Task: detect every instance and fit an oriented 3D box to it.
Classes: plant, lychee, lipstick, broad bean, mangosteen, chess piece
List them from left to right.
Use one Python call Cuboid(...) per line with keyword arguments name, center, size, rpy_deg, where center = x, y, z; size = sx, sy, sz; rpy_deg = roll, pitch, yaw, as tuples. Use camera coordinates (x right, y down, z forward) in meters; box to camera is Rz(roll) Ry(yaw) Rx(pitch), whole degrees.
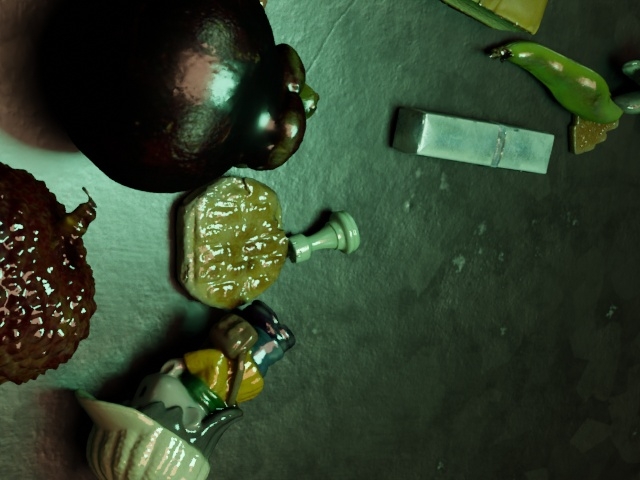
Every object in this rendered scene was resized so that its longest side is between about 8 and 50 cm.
Cuboid(name="lychee", center=(-0.377, 0.039, 1.359), size=(0.300, 0.264, 0.264), rpy_deg=(-31, 128, 16))
Cuboid(name="mangosteen", center=(-0.166, -0.186, 1.422), size=(0.313, 0.297, 0.297), rpy_deg=(40, 75, 3))
Cuboid(name="chess piece", center=(0.000, 0.000, 1.763), size=(0.103, 0.067, 0.067), rpy_deg=(-20, 115, -21))
Cuboid(name="lipstick", center=(0.244, -0.159, 1.883), size=(0.289, 0.077, 0.076), rpy_deg=(6, 100, -36))
Cuboid(name="broad bean", center=(0.394, -0.272, 1.964), size=(0.325, 0.067, 0.075), rpy_deg=(23, 87, -29))
Cuboid(name="plant", center=(0.640, -0.266, 2.099), size=(0.274, 0.149, 0.146), rpy_deg=(9, 121, -39))

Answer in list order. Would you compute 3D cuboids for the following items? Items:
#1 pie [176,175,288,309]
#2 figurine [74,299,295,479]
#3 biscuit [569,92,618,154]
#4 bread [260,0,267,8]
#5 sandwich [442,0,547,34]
Cuboid(name="pie", center=(-0.122, 0.002, 1.680), size=(0.195, 0.046, 0.195), rpy_deg=(-11, 110, -32))
Cuboid(name="figurine", center=(-0.171, 0.236, 1.630), size=(0.332, 0.185, 0.204), rpy_deg=(-26, 83, -23))
Cuboid(name="biscuit", center=(0.473, -0.208, 2.075), size=(0.119, 0.019, 0.130), rpy_deg=(41, 77, -37))
Cuboid(name="bread", center=(-0.116, -0.380, 1.554), size=(0.119, 0.067, 0.192), rpy_deg=(-42, 124, -10))
Cuboid(name="sandwich", center=(0.255, -0.436, 1.790), size=(0.220, 0.108, 0.186), rpy_deg=(17, 93, -36))
